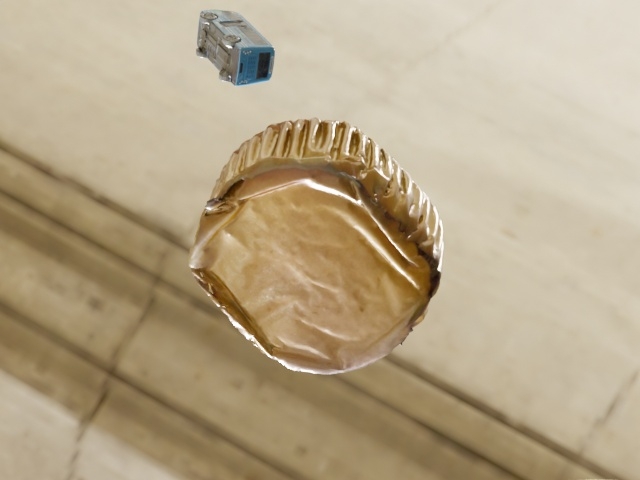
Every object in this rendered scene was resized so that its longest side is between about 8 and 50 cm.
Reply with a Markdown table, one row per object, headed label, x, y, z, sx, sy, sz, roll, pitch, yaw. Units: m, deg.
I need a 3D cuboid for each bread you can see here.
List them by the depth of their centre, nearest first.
| label | x | y | z | sx | sy | sz | roll | pitch | yaw |
| --- | --- | --- | --- | --- | --- | --- | --- | --- | --- |
| bread | 0.001 | 0.000 | 1.517 | 0.104 | 0.199 | 0.199 | -75 | 3 | -59 |

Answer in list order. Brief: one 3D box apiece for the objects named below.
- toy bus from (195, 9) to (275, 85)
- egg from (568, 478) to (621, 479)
| label | x | y | z | sx | sy | sz | roll | pitch | yaw |
| --- | --- | --- | --- | --- | --- | --- | --- | --- | --- |
| toy bus | -0.073 | -0.164 | 1.612 | 0.046 | 0.083 | 0.038 | -8 | -57 | -27 |
| egg | 0.185 | 0.299 | 1.230 | 0.287 | 0.379 | 0.288 | 5 | -96 | -59 |
